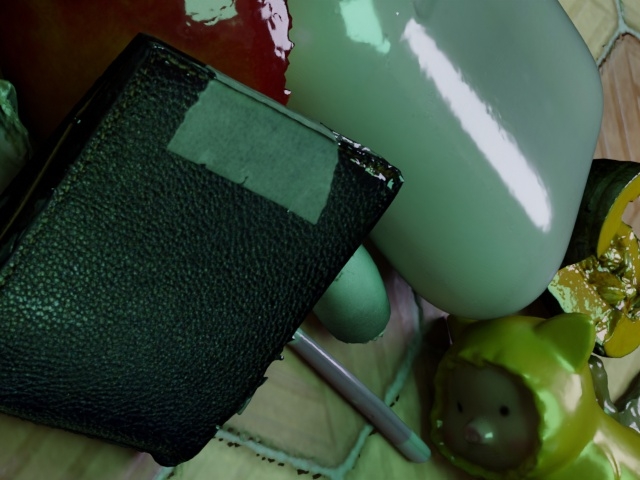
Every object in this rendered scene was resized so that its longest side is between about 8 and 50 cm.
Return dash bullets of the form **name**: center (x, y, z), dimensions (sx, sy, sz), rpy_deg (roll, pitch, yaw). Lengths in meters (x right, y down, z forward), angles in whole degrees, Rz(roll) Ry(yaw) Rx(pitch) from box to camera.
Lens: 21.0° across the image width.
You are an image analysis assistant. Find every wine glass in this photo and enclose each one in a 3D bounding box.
- **wine glass**: center (0.000, 0.000, 1.213), dimensions (0.066, 0.066, 0.198), rpy_deg (-69, 151, -28)

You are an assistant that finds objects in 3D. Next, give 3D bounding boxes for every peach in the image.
- **peach**: center (-0.096, -0.126, 1.085), dimensions (0.226, 0.190, 0.196), rpy_deg (51, 43, -28)

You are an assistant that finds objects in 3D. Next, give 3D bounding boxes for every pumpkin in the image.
- **pumpkin**: center (0.225, 0.006, 1.454), dimensions (0.119, 0.107, 0.183), rpy_deg (-44, 138, -35)

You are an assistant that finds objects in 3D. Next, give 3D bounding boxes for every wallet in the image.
- **wallet**: center (-0.103, 0.014, 1.043), dimensions (0.221, 0.262, 0.071), rpy_deg (25, 24, -39)

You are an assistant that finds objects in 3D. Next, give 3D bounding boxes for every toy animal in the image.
- **toy animal**: center (0.182, 0.157, 1.355), dimensions (0.156, 0.156, 0.230), rpy_deg (-45, 116, -41)

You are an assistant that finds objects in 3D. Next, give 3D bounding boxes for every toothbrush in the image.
- **toothbrush**: center (-0.005, 0.081, 1.265), dimensions (0.286, 0.020, 0.025), rpy_deg (45, 48, -32)

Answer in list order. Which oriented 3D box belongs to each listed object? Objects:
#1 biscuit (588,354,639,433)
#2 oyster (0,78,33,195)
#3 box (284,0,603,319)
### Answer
- **biscuit**: center (0.263, 0.151, 1.518), dimensions (0.183, 0.039, 0.174), rpy_deg (49, 53, -30)
- **oyster**: center (-0.233, -0.033, 1.022), dimensions (0.163, 0.081, 0.191), rpy_deg (-56, 141, -8)
- **box**: center (0.081, -0.131, 1.290), dimensions (0.349, 0.141, 0.289), rpy_deg (50, 44, -30)
